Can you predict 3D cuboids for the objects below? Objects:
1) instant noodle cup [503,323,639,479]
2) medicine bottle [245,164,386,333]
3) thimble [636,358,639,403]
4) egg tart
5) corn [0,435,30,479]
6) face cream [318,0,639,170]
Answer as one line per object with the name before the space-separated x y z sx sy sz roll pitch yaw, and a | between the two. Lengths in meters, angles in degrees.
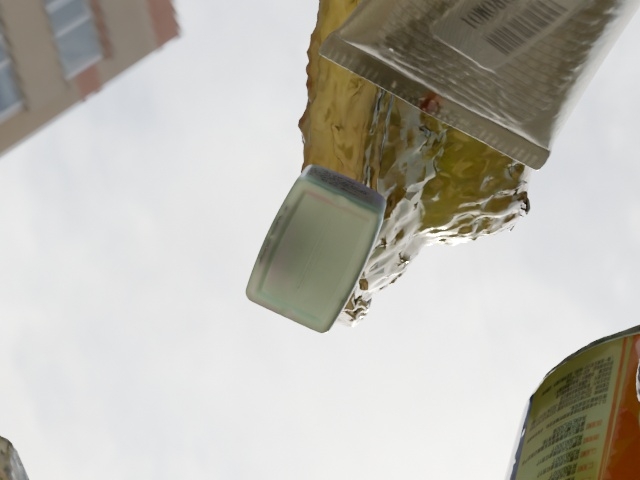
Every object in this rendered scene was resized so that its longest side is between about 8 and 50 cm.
instant noodle cup | 0.207 0.195 0.897 0.296 0.214 0.296 7 -42 6
medicine bottle | 0.000 0.000 0.916 0.055 0.118 0.074 24 -80 1
thimble | 0.212 0.040 0.745 0.098 0.150 0.150 18 -51 30
egg tart | 0.090 -0.143 1.234 0.178 0.443 0.443 10 -51 4
corn | -0.237 0.143 0.505 0.335 0.126 0.126 -25 -75 9
face cream | 0.110 -0.144 0.765 0.137 0.084 0.341 27 -32 -4
